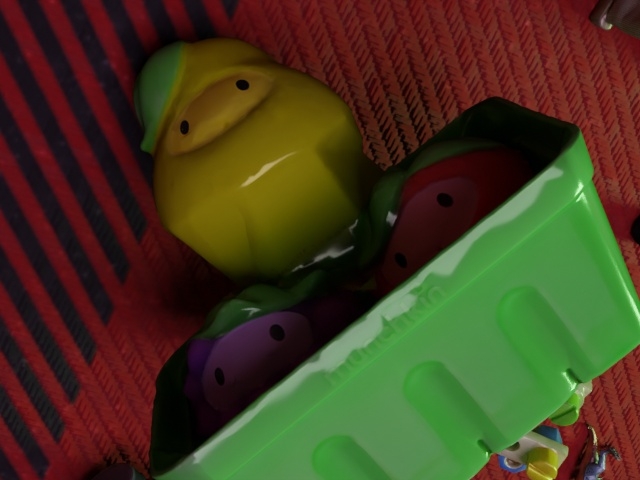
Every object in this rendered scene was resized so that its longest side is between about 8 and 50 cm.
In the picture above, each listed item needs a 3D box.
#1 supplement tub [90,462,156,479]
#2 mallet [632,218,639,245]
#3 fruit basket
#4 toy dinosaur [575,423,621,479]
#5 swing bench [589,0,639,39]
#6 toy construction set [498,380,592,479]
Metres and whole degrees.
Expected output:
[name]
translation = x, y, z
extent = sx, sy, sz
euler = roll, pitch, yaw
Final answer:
[supplement tub]
translation = -0.140, 0.293, 1.071
extent = 0.106, 0.106, 0.198
euler = -38, 119, 0
[mallet]
translation = 0.398, 0.002, 1.169
extent = 0.190, 0.062, 0.039
euler = 2, 114, -35
[fruit basket]
translation = 0.000, 0.000, 0.857
extent = 0.392, 0.283, 0.392
euler = -2, 103, -7
[toy dinosaur]
translation = 0.289, 0.254, 1.249
extent = 0.082, 0.047, 0.090
euler = -41, 86, 12
[swing bench]
translation = 0.408, -0.139, 0.980
extent = 0.165, 0.253, 0.255
euler = -44, 120, 3
[toy construction set]
translation = 0.115, 0.095, 1.059
extent = 0.328, 0.151, 0.215
euler = 23, 129, -18
